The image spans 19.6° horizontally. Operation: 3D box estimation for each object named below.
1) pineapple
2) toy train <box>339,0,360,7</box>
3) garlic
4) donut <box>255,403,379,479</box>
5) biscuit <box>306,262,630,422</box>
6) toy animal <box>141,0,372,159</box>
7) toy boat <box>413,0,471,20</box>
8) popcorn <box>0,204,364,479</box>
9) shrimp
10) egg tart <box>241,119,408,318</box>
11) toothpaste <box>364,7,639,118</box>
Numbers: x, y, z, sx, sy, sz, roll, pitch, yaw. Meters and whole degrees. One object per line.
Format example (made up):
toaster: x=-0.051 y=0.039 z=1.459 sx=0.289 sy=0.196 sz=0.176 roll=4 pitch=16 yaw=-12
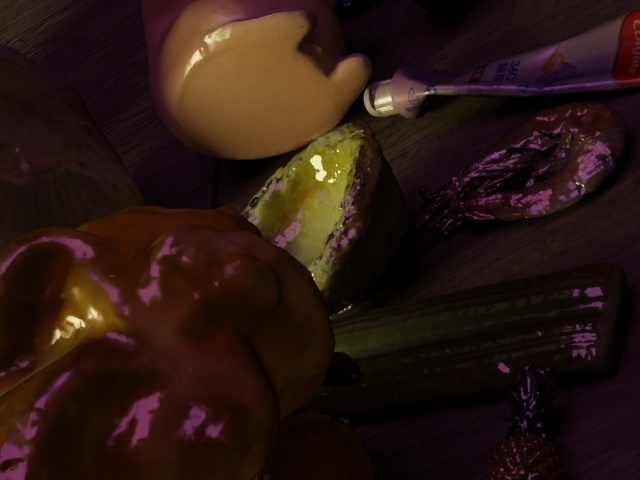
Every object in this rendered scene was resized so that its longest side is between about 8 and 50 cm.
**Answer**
pineapple: x=0.138 y=0.129 z=1.196 sx=0.058 sy=0.058 sz=0.124 roll=-22 pitch=28 yaw=28
toy train: x=0.014 y=-0.306 z=1.857 sx=0.198 sy=0.107 sz=0.154 roll=5 pitch=44 yaw=50
garlic: x=-0.321 y=-0.038 z=1.680 sx=0.259 sy=0.317 sz=0.317 roll=-35 pitch=25 yaw=46
donut: x=-0.056 y=0.190 z=1.290 sx=0.199 sy=0.085 sz=0.233 roll=-38 pitch=32 yaw=1
biscuit: x=0.076 y=0.078 z=1.342 sx=0.322 sy=0.038 sz=0.099 roll=-13 pitch=42 yaw=37
toy animal: x=-0.076 y=-0.198 z=1.707 sx=0.213 sy=0.195 sz=0.256 roll=-41 pitch=33 yaw=26
toy boat: x=0.111 y=-0.308 z=1.735 sx=0.114 sy=0.115 sz=0.262 roll=-19 pitch=36 yaw=32
popcorn: x=-0.134 y=0.098 z=1.172 sx=0.297 sy=0.281 sz=0.316 roll=-43 pitch=15 yaw=27
shrimp: x=0.148 y=-0.048 z=1.425 sx=0.190 sy=0.042 sz=0.101 roll=-26 pitch=40 yaw=20
egg tart: x=0.000 y=0.000 z=1.463 sx=0.197 sy=0.078 sz=0.197 roll=-43 pitch=23 yaw=23
toothpaste: x=0.162 y=-0.139 z=1.528 sx=0.301 sy=0.048 sz=0.075 roll=-9 pitch=38 yaw=38
